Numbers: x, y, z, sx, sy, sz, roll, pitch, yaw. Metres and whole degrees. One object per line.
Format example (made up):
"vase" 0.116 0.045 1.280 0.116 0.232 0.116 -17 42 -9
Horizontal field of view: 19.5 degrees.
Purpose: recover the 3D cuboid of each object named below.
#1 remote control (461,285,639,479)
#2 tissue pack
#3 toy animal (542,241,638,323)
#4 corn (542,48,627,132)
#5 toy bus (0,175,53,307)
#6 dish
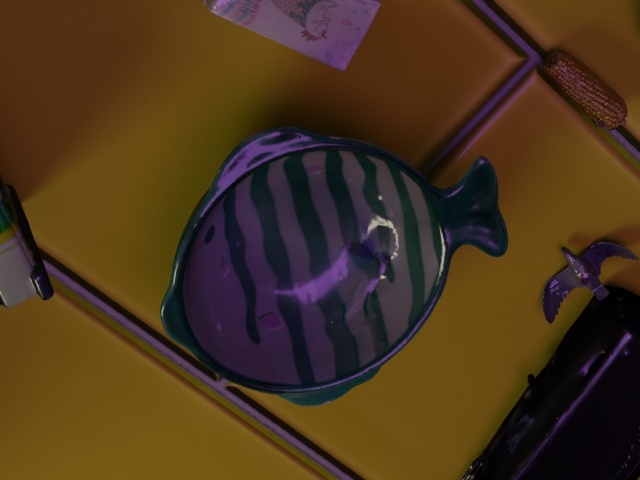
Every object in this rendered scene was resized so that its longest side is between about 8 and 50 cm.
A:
"remote control" 0.164 0.219 1.474 0.144 0.062 0.399 23 108 -27
"tissue pack" -0.018 -0.156 1.231 0.108 0.023 0.056 20 109 -28
"toy animal" 0.195 0.024 1.398 0.084 0.028 0.050 -36 131 2
"corn" 0.190 -0.105 1.328 0.083 0.027 0.028 37 94 -28
"toy bus" -0.324 0.006 1.152 0.276 0.134 0.165 -22 123 -8
"dish" 0.000 0.000 1.290 0.246 0.078 0.224 -19 122 -7
